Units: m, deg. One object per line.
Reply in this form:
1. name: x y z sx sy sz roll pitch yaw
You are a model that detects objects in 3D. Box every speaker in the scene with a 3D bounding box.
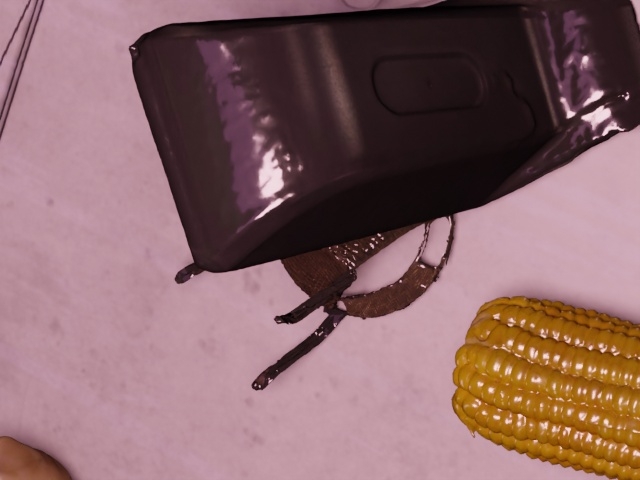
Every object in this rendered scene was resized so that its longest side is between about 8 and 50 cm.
1. speaker: 0.066 -0.109 1.324 0.184 0.388 0.180 -22 85 42

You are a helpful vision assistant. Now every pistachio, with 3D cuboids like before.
1. pistachio: -0.284 0.267 1.645 0.124 0.124 0.185 3 100 25

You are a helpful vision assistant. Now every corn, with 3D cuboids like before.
1. corn: 0.270 0.131 1.369 0.344 0.131 0.131 12 101 21

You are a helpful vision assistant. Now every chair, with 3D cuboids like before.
1. chair: 0.000 0.000 1.504 0.213 0.149 0.174 -33 75 -18
